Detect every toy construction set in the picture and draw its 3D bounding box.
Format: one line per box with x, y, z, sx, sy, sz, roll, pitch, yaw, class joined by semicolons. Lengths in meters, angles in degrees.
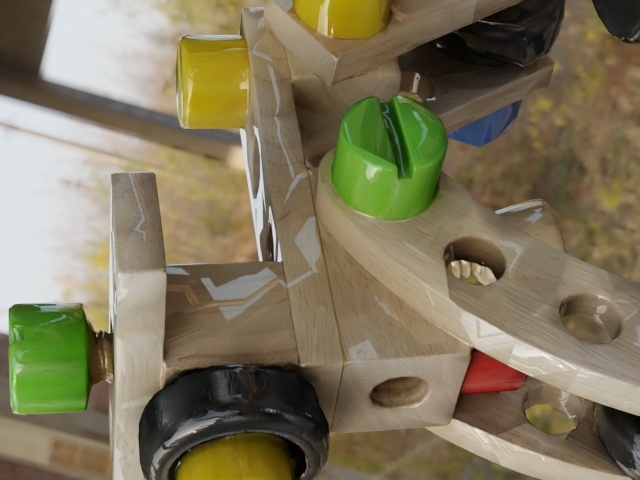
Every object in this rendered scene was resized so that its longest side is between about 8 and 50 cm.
0.000;0.000;0.568;0.309;0.237;0.257;119;140;-73;toy construction set
